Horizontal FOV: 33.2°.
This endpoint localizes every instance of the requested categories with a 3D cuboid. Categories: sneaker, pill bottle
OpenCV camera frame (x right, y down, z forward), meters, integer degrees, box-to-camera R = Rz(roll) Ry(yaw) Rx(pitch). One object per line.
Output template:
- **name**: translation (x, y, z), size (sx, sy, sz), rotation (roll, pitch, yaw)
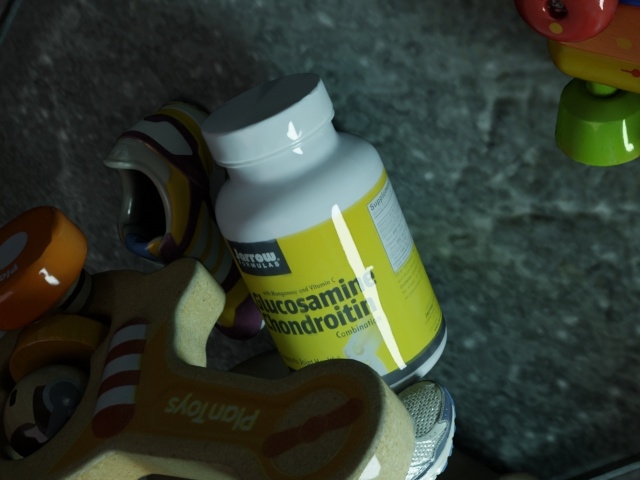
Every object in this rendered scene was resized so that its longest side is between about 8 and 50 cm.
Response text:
- **sneaker**: translation (0.023, 0.123, 0.589), size (0.052, 0.135, 0.058), rotation (31, 155, 39)
- **pill bottle**: translation (0.000, 0.000, 0.635), size (0.103, 0.103, 0.184), rotation (-3, 121, 41)
- **sneaker**: translation (-0.095, 0.003, 0.729), size (0.069, 0.084, 0.185), rotation (4, 124, 38)

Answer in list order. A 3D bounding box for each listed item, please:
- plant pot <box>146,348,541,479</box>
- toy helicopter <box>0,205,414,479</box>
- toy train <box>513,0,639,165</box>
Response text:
- **plant pot**: translation (0.005, 0.202, 0.717), size (0.229, 0.263, 0.263), rotation (45, 142, 27)
- **toy helicopter**: translation (-0.105, 0.109, 0.588), size (0.355, 0.235, 0.140), rotation (0, 140, 44)
- **toy train**: translation (0.120, -0.094, 0.475), size (0.248, 0.105, 0.143), rotation (20, 146, 26)
